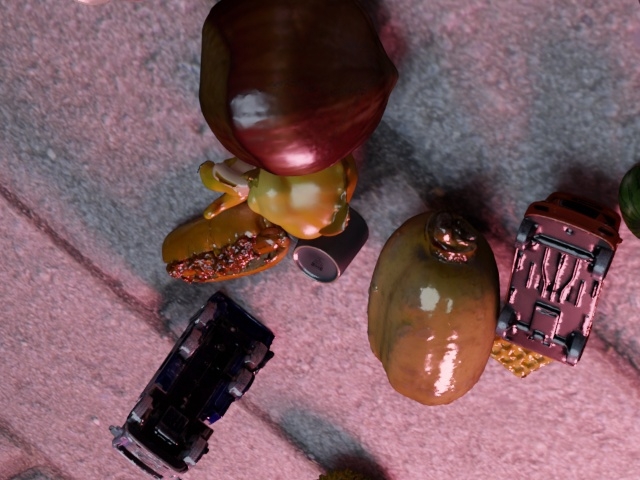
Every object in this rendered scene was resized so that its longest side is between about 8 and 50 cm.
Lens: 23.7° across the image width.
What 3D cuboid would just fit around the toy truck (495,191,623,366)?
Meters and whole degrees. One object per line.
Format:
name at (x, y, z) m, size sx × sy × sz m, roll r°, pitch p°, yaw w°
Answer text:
toy truck at (0.276, 0.033, 1.740) m, size 0.107 × 0.114 × 0.252 m, roll 22°, pitch 144°, yaw 14°

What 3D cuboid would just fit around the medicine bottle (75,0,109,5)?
medicine bottle at (-0.213, -0.331, 1.651) m, size 0.143 × 0.147 × 0.147 m, roll -1°, pitch 132°, yaw 39°

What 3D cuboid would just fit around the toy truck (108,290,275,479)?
toy truck at (-0.190, 0.217, 2.170) m, size 0.124 × 0.268 × 0.155 m, roll 40°, pitch 145°, yaw -9°

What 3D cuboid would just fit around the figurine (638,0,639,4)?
figurine at (0.357, -0.242, 1.276) m, size 0.261 × 0.211 × 0.270 m, roll 39°, pitch 144°, yaw -8°

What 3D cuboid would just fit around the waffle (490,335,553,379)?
waffle at (0.259, 0.126, 1.937) m, size 0.092 × 0.021 × 0.135 m, roll 38°, pitch 144°, yaw -7°

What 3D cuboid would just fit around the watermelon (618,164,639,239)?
watermelon at (0.367, -0.032, 1.639) m, size 0.105 × 0.062 × 0.105 m, roll 17°, pitch 137°, yaw 16°

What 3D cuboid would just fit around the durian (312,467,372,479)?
durian at (0.058, 0.429, 2.343) m, size 0.198 × 0.146 × 0.159 m, roll 32°, pitch 147°, yaw -26°

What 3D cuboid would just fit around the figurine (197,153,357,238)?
figurine at (-0.048, -0.069, 1.847) m, size 0.246 × 0.156 × 0.131 m, roll 8°, pitch 105°, yaw 51°

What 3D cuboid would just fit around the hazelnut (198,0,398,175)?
hazelnut at (-0.024, -0.172, 1.669) m, size 0.229 × 0.229 × 0.229 m, roll 20°, pitch 142°, yaw 17°

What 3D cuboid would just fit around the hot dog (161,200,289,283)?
hot dog at (-0.133, 0.010, 2.050) m, size 0.249 × 0.076 × 0.102 m, roll -15°, pitch 120°, yaw 47°

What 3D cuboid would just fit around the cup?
cup at (0.000, 0.000, 1.936) m, size 0.100 × 0.077 × 0.078 m, roll 24°, pitch 143°, yaw 13°

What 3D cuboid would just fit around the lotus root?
lotus root at (0.143, 0.068, 1.842) m, size 0.342 × 0.151 × 0.169 m, roll 97°, pitch 150°, yaw -50°
